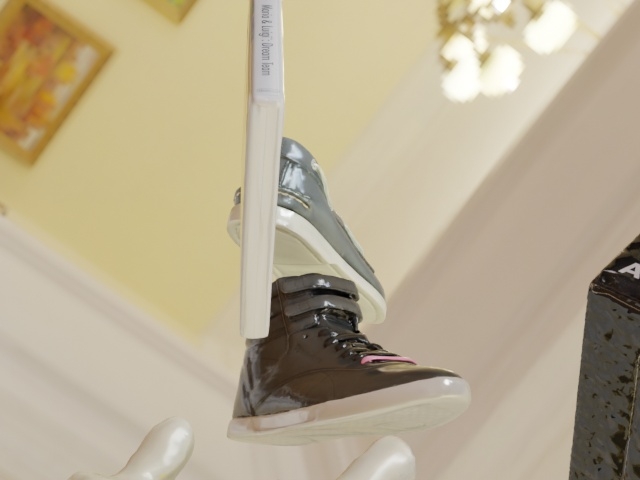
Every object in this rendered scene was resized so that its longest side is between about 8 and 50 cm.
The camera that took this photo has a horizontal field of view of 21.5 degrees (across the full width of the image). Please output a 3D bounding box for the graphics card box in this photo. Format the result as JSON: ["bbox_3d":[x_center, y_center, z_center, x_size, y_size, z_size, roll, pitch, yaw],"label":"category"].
[{"bbox_3d":[0.312,0.041,1.219,0.371,0.094,0.233,-37,140,-39],"label":"graphics card box"}]

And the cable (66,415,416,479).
[{"bbox_3d":[-0.085,0.124,0.266,0.139,0.072,0.287,15,-143,35],"label":"cable"}]

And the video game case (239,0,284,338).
[{"bbox_3d":[-0.032,-0.053,0.900,0.143,0.019,0.157,-92,-175,-50],"label":"video game case"}]

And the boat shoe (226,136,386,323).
[{"bbox_3d":[0.000,0.000,1.656,0.116,0.319,0.099,5,-110,21],"label":"boat shoe"}]

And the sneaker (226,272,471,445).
[{"bbox_3d":[0.017,0.092,1.427,0.296,0.104,0.147,-15,-111,54],"label":"sneaker"}]
